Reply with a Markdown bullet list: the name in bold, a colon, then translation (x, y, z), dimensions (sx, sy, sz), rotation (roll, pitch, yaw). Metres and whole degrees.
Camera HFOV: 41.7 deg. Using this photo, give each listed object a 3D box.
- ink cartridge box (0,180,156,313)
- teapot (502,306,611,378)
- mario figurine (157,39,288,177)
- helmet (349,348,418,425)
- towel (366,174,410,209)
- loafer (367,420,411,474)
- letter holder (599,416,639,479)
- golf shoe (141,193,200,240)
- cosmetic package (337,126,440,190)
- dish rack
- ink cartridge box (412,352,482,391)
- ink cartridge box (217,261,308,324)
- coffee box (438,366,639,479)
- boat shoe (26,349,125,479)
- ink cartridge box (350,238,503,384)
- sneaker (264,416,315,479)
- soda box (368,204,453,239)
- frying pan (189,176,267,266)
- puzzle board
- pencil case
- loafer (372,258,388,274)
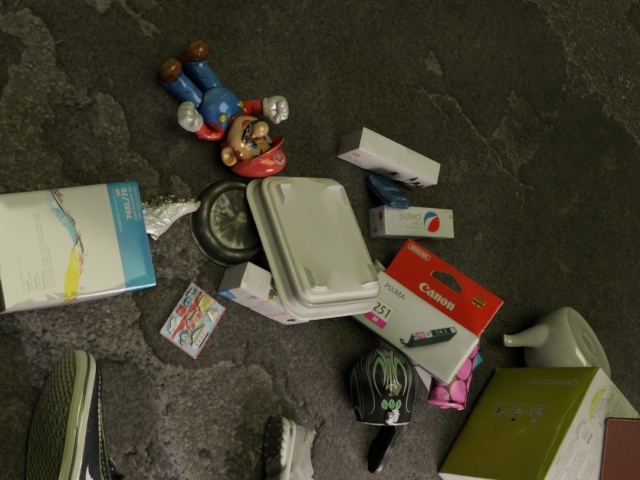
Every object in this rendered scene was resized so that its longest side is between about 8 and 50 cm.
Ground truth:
- **ink cartridge box**: translation (-0.471, 0.017, 1.510), dimensions (0.270, 0.198, 0.197), rotation (-9, 87, -35)
- **teapot**: translation (0.622, 0.310, 2.196), dimensions (0.252, 0.187, 0.256), rotation (-10, 68, -61)
- **mario figurine**: translation (-0.183, -0.274, 1.765), dimensions (0.198, 0.170, 0.320), rotation (-41, 98, 4)
- **helmet**: translation (0.142, 0.324, 1.880), dimensions (0.169, 0.169, 0.162), rotation (4, 85, -33)
- **towel**: translation (0.163, -0.116, 2.009), dimensions (0.067, 0.119, 0.029), rotation (2, 122, -35)
- **loafer**: translation (0.163, 0.465, 1.932), dimensions (0.061, 0.062, 0.170), rotation (42, 63, -25)
- **letter holder**: translation (0.724, 0.543, 1.784), dimensions (0.152, 0.214, 0.302), rotation (23, 70, -28)
- **golf shoe**: translation (-0.327, -0.046, 1.710), dimensions (0.176, 0.069, 0.086), rotation (-10, 107, -31)
- **cosmetic package**: translation (0.165, -0.192, 2.028), dimensions (0.239, 0.099, 0.061), rotation (21, 70, -28)
- **dish rack**: translation (0.000, 0.000, 1.828), dimensions (0.285, 0.072, 0.333), rotation (-2, 65, -44)
- **ink cartridge box**: translation (0.285, 0.253, 2.036), dimensions (0.139, 0.082, 0.191), rotation (-37, 101, -31)
- **ink cartridge box**: translation (-0.113, 0.115, 1.785), dimensions (0.181, 0.104, 0.062), rotation (29, 66, -27)
- **coffee box**: translation (0.558, 0.531, 2.011), dimensions (0.334, 0.337, 0.338), rotation (47, 60, -18)
- **boat shoe**: translation (-0.419, 0.443, 1.485), dimensions (0.155, 0.186, 0.501), rotation (4, 84, -38)
- **ink cartridge box**: translation (0.244, 0.154, 1.919), dimensions (0.275, 0.060, 0.239), rotation (35, 81, 14)
- **sneaker**: translation (-0.058, 0.514, 1.748), dimensions (0.115, 0.105, 0.282), rotation (17, 72, -30)
- **soda box**: translation (0.223, -0.041, 2.057), dimensions (0.216, 0.069, 0.074), rotation (3, 81, -32)
- **frying pan**: translation (-0.154, 0.015, 1.810), dimensions (0.197, 0.053, 0.326), rotation (-30, 95, -29)
- **puzzle board**: translation (-0.262, 0.164, 1.735), dimensions (0.096, 0.011, 0.128), rotation (40, 63, -21)
- **pencil case**: translation (0.314, 0.288, 1.948), dimensions (0.098, 0.095, 0.210), rotation (23, 76, -26)
- **loafer**: translation (0.158, 0.099, 2.010), dimensions (0.039, 0.045, 0.125), rotation (-41, 104, 3)
